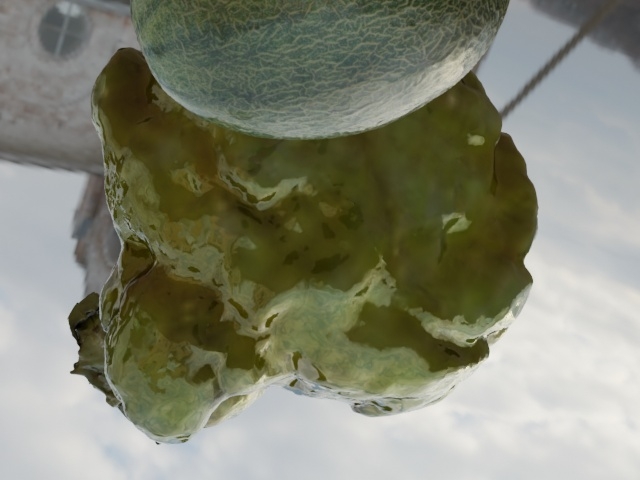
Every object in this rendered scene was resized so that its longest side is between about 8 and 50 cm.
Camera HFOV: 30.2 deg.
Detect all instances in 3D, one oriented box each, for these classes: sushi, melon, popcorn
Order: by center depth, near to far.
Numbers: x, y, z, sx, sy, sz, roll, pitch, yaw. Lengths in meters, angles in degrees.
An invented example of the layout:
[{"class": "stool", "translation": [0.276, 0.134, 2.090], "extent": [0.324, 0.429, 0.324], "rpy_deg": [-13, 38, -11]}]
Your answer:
[{"class": "melon", "translation": [0.009, -0.119, 0.540], "extent": [0.192, 0.139, 0.139], "rpy_deg": [-21, -157, -4]}, {"class": "popcorn", "translation": [0.001, -0.009, 0.889], "extent": [0.334, 0.294, 0.292], "rpy_deg": [-2, -130, -7]}, {"class": "sushi", "translation": [-0.337, 0.226, 2.072], "extent": [0.291, 0.139, 0.131], "rpy_deg": [54, -174, -7]}]
